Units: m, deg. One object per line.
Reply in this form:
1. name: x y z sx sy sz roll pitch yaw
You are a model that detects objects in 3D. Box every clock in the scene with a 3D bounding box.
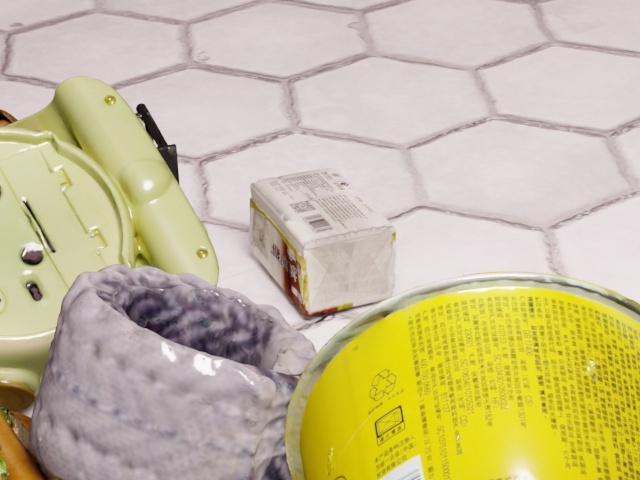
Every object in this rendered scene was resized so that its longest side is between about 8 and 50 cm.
1. clock: -0.296 0.016 1.691 0.348 0.117 0.286 -24 69 -24

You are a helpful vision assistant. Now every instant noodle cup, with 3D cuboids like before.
1. instant noodle cup: 0.137 0.221 1.248 0.325 0.325 0.254 -2 38 -1

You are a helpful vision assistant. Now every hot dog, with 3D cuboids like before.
1. hot dog: -0.249 0.215 1.499 0.100 0.068 0.249 -16 32 -26

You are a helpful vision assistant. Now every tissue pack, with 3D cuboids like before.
1. tissue pack: 0.001 0.001 1.840 0.106 0.099 0.149 -11 30 -20

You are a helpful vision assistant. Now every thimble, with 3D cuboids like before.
1. thimble: -0.120 0.130 1.497 0.245 0.157 0.217 31 23 36

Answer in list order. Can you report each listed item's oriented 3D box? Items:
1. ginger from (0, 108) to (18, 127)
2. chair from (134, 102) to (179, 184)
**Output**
1. ginger: -0.446 -0.031 1.886 0.309 0.133 0.107 -25 -4 -13
2. chair: -0.220 -0.030 1.875 0.154 0.141 0.260 -11 27 -15
